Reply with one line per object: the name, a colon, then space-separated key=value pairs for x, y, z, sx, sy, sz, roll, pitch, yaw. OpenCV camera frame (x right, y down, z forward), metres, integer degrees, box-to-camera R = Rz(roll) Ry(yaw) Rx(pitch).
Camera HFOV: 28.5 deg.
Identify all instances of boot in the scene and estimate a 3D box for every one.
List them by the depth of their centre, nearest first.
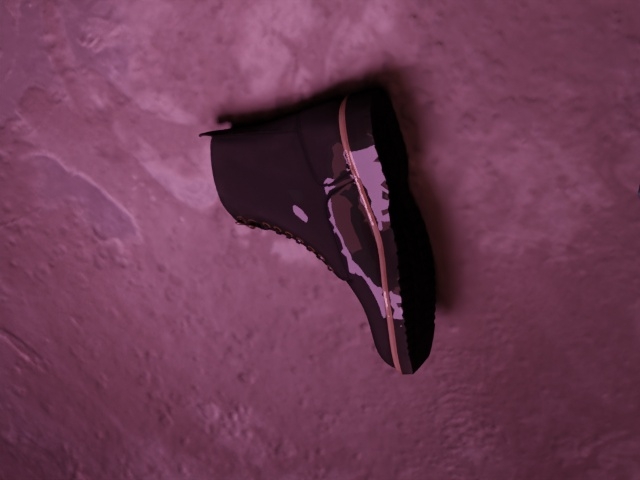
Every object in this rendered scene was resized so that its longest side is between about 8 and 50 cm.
boot: x=0.000 y=0.000 z=0.891 sx=0.137 sy=0.077 sz=0.197 roll=-7 pitch=100 yaw=23

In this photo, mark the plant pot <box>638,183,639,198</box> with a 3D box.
plant pot: x=0.316 y=-0.016 z=0.743 sx=0.234 sy=0.165 sz=0.165 roll=34 pitch=119 yaw=1
